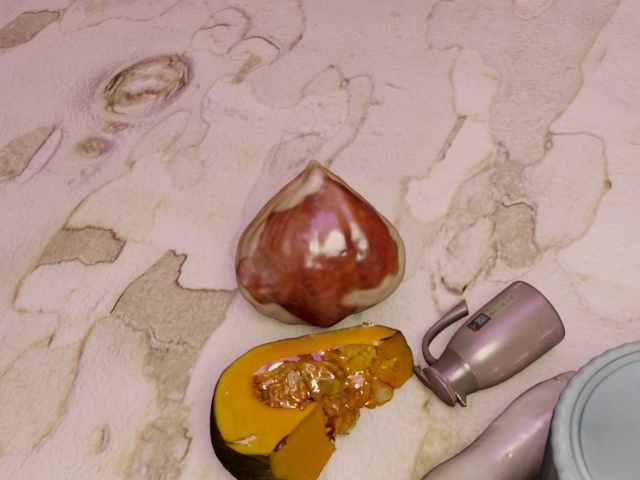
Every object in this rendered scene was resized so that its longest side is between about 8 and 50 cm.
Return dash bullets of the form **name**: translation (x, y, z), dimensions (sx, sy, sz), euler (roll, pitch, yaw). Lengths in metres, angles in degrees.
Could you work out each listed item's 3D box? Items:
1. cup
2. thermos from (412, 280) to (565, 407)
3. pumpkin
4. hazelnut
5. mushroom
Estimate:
- **cup**: translation (0.381, 0.266, 0.825), dimensions (0.331, 0.311, 0.256), euler (-23, 49, -9)
- **thermos**: translation (0.220, 0.143, 1.113), dimensions (0.193, 0.105, 0.137), euler (-35, 48, -12)
- **pumpkin**: translation (-0.008, 0.231, 1.056), dimensions (0.281, 0.139, 0.190), euler (-11, 44, 6)
- **hazelnut**: translation (0.000, 0.000, 1.191), dimensions (0.261, 0.241, 0.261), euler (-16, 22, 7)
- **mushroom**: translation (0.227, 0.271, 0.990), dimensions (0.351, 0.109, 0.097), euler (-32, 66, -18)
